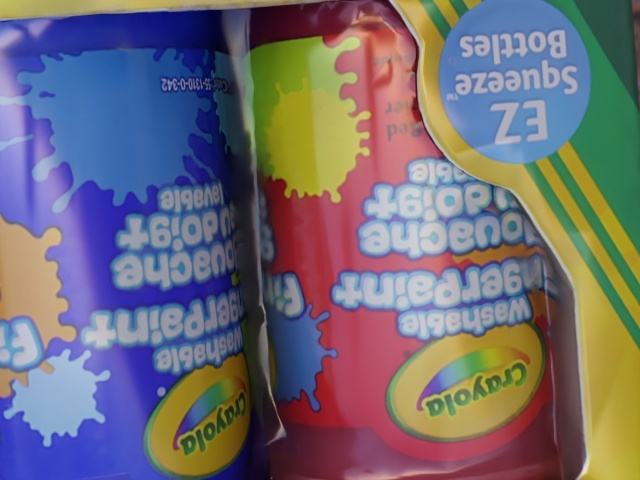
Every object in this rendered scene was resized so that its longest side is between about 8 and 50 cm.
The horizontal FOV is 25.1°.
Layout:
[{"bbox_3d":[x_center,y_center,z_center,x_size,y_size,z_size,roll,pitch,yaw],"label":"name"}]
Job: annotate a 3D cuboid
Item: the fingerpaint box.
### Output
[{"bbox_3d":[-0.095,0.046,0.583,0.445,0.371,0.163,-5,-176,-14],"label":"fingerpaint box"}]
